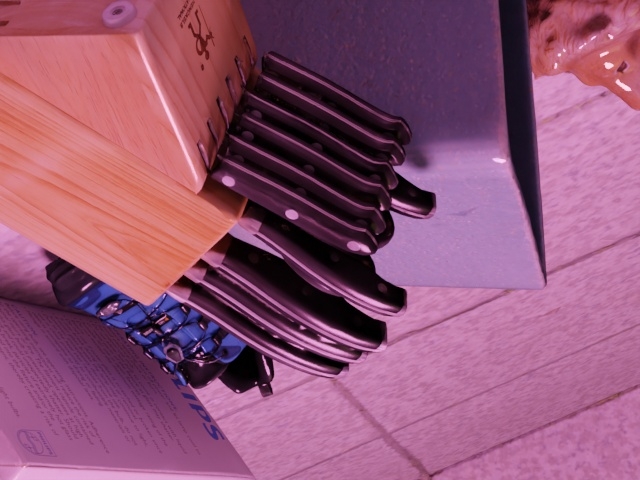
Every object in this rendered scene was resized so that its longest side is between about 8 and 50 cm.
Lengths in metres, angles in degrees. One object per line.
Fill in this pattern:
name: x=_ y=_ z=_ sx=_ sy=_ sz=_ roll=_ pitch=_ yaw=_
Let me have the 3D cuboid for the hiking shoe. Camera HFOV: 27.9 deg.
hiking shoe: x=-0.128 y=0.068 z=1.199 sx=0.113 sy=0.132 sz=0.304 roll=-32 pitch=156 yaw=22

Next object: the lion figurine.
lion figurine: x=0.272 y=-0.256 z=0.830 sx=0.240 sy=0.142 sz=0.392 roll=-20 pitch=153 yaw=-20

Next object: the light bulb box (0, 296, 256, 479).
light bulb box: x=-0.321 y=0.253 z=1.214 sx=0.358 sy=0.225 sz=0.361 roll=-46 pitch=153 yaw=12

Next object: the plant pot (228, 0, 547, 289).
plant pot: x=-0.004 y=-0.107 z=0.788 sx=0.252 sy=0.247 sz=0.247 roll=-5 pitch=161 yaw=14

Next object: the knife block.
knife block: x=-0.091 y=-0.032 z=0.613 sx=0.276 sy=0.088 sz=0.242 roll=2 pitch=137 yaw=20
